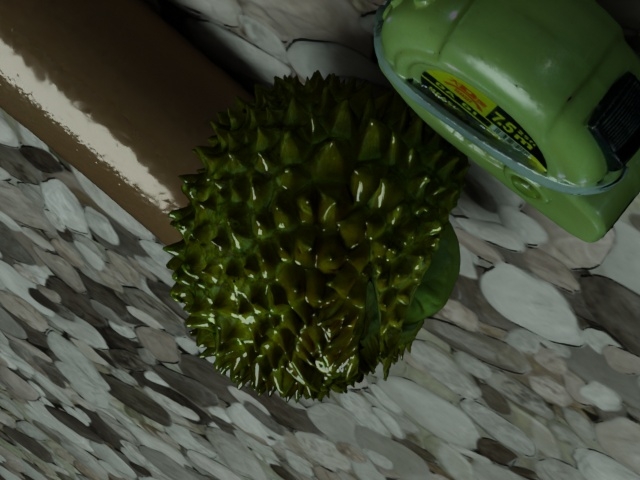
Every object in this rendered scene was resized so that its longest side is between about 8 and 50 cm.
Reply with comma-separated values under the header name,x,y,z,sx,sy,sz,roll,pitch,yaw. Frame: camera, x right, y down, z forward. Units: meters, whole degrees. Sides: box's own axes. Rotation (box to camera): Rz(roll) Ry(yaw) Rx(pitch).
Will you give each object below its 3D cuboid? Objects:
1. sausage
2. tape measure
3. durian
name,x,y,z,sx,sy,sz,roll,pitch,yaw
sausage,-0.151,-0.111,1.199,0.253,0.123,0.123,41,157,-13
tape measure,0.104,-0.087,0.919,0.177,0.087,0.154,36,170,5
durian,-0.001,-0.001,1.057,0.176,0.200,0.237,1,-170,3
